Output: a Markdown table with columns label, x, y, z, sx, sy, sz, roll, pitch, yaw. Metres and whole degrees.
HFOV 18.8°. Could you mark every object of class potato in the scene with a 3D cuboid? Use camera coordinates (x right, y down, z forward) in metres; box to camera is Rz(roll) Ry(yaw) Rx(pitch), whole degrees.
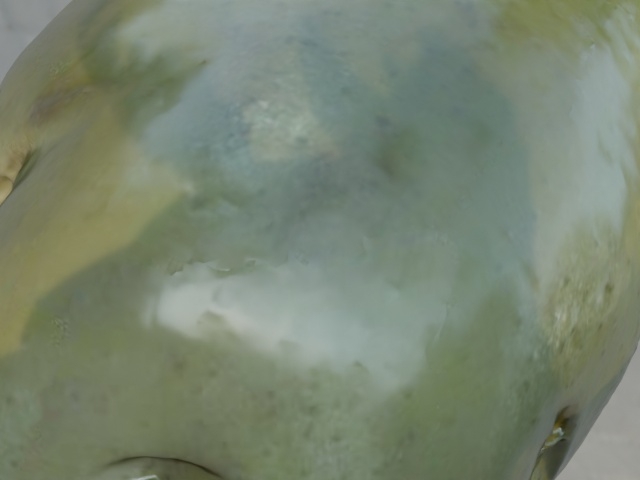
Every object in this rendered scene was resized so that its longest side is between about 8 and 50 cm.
| label | x | y | z | sx | sy | sz | roll | pitch | yaw |
| --- | --- | --- | --- | --- | --- | --- | --- | --- | --- |
| potato | 0.000 | 0.000 | 0.644 | 0.221 | 0.243 | 0.326 | 18 | 43 | 11 |
